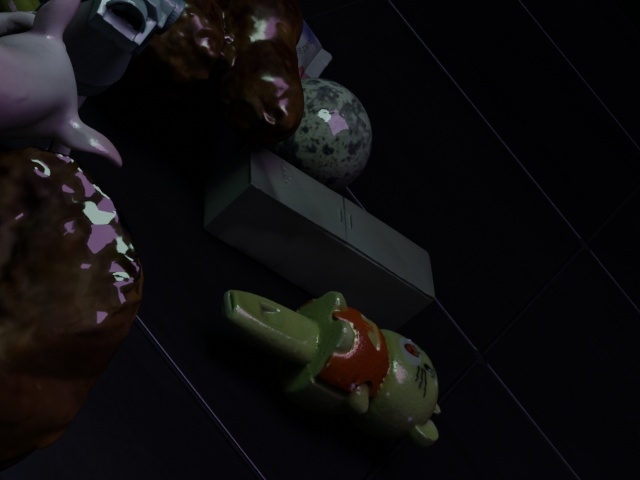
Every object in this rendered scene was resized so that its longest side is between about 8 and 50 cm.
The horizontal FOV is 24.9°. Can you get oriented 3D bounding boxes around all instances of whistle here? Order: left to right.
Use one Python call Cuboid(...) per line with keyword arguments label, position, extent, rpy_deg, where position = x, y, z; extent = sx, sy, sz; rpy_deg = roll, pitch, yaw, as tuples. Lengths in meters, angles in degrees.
Cuboid(label="whistle", position=(0.020, 0.121, 1.479), extent=(0.288, 0.106, 0.131), rpy_deg=(31, 28, -30))

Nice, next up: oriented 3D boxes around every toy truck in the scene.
Cuboid(label="toy truck", position=(-0.229, -0.172, 1.333), extent=(0.108, 0.257, 0.140), rpy_deg=(38, 38, -21))

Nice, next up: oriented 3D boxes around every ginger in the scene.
Cuboid(label="ginger", position=(-0.260, 0.070, 1.028), extent=(0.269, 0.223, 0.200), rpy_deg=(-9, 67, -12))
Cuboid(label="ginger", position=(-0.135, -0.269, 1.643), extent=(0.254, 0.176, 0.418), rpy_deg=(24, 32, -16))

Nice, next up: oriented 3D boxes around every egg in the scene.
Cuboid(label="egg", position=(-0.007, -0.126, 1.696), extent=(0.132, 0.132, 0.172), rpy_deg=(35, 19, -24))

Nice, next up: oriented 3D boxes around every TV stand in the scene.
Cuboid(label="TV stand", position=(0.000, 0.000, 1.608), extent=(0.269, 0.088, 0.082), rpy_deg=(32, 34, -29))

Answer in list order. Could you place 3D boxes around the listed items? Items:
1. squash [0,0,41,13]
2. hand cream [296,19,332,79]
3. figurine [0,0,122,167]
Cuboid(label="squash", position=(-0.321, -0.249, 1.500), extent=(0.052, 0.052, 0.183), rpy_deg=(-2, 55, -54))
Cuboid(label="hand cream", position=(-0.105, -0.348, 1.884), extent=(0.340, 0.078, 0.124), rpy_deg=(48, 29, -12))
Cuboid(label="figurine", position=(-0.294, -0.122, 1.077), extent=(0.316, 0.284, 0.206), rpy_deg=(18, 67, -57))
